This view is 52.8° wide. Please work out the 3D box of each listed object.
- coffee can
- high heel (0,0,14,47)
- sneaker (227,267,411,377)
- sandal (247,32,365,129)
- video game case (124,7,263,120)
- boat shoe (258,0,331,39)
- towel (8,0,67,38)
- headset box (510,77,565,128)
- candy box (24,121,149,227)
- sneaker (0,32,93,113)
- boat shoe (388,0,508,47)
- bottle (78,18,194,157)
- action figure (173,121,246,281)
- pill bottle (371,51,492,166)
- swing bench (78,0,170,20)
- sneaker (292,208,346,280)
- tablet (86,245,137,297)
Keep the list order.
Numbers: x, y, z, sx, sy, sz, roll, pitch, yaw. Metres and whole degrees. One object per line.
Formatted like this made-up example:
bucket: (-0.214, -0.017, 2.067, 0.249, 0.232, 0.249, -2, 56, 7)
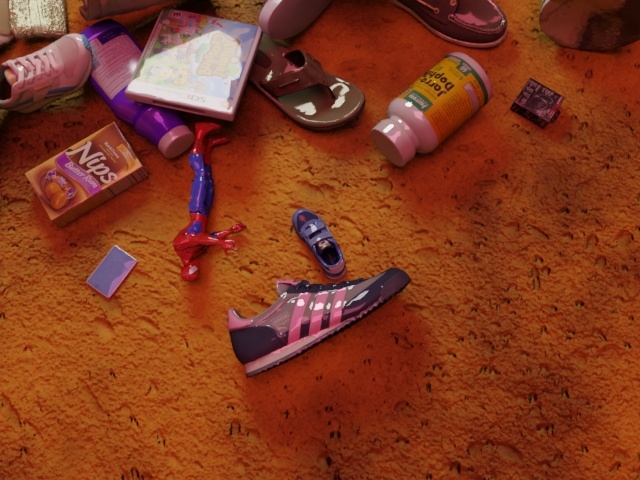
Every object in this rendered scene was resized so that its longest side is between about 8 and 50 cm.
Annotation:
coffee can: (0.520, -0.523, 1.182, 0.201, 0.201, 0.276, 11, 76, 4)
high heel: (-0.695, -0.382, 1.238, 0.186, 0.093, 0.261, -6, 61, 20)
sneaker: (-0.007, 0.102, 1.074, 0.318, 0.112, 0.131, -27, 79, -7)
sandal: (-0.058, -0.306, 1.193, 0.302, 0.086, 0.120, 32, 76, 10)
video game case: (-0.221, -0.319, 1.151, 0.193, 0.023, 0.213, 12, 62, 2)
boat shoe: (-0.033, -0.502, 1.225, 0.104, 0.113, 0.306, 33, 70, 17)
towel: (-0.553, -0.459, 1.260, 0.110, 0.027, 0.148, -7, 74, -23)
headset box: (0.407, -0.254, 1.200, 0.083, 0.032, 0.062, 33, 79, 8)
candy box: (-0.422, -0.120, 1.171, 0.186, 0.053, 0.109, -33, 76, -9)
sneaker: (-0.504, -0.296, 1.154, 0.228, 0.092, 0.088, -26, 86, 22)
boat shoe: (0.224, -0.473, 1.229, 0.305, 0.091, 0.109, 33, 78, 9)
bottle: (-0.340, -0.276, 1.188, 0.118, 0.092, 0.283, -38, 78, -10)
action figure: (-0.177, -0.061, 1.128, 0.138, 0.091, 0.281, 7, 75, 12)
pill bottle: (0.195, -0.231, 1.154, 0.208, 0.117, 0.117, -41, 78, -8)
swing bench: (-0.340, -0.532, 1.193, 0.253, 0.165, 0.255, -19, 78, -22)
sneaker: (0.000, 0.000, 1.127, 0.053, 0.059, 0.144, -34, 76, -5)
tablet: (-0.371, 0.055, 1.147, 0.054, 0.006, 0.083, 33, 78, 9)
